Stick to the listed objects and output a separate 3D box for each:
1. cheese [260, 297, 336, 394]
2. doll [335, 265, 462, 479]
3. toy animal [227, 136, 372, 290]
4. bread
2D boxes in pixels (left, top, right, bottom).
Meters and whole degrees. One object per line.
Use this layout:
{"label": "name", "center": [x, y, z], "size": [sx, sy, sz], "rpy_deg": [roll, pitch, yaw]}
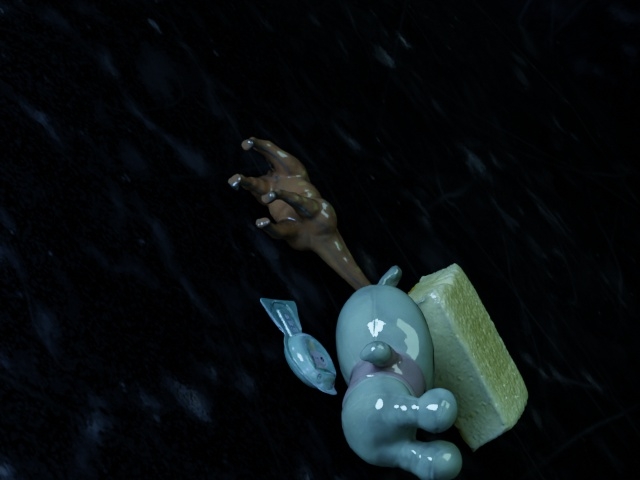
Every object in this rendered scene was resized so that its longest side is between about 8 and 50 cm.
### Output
{"label": "cheese", "center": [-0.019, 0.109, 1.917], "size": [0.067, 0.026, 0.121], "rpy_deg": [10, 44, -57]}
{"label": "doll", "center": [0.065, 0.132, 1.916], "size": [0.275, 0.113, 0.155], "rpy_deg": [-106, -174, -53]}
{"label": "toy animal", "center": [0.000, 0.000, 2.083], "size": [0.229, 0.066, 0.224], "rpy_deg": [31, 26, -54]}
{"label": "bread", "center": [0.160, 0.132, 2.119], "size": [0.188, 0.068, 0.125], "rpy_deg": [61, 24, -5]}
